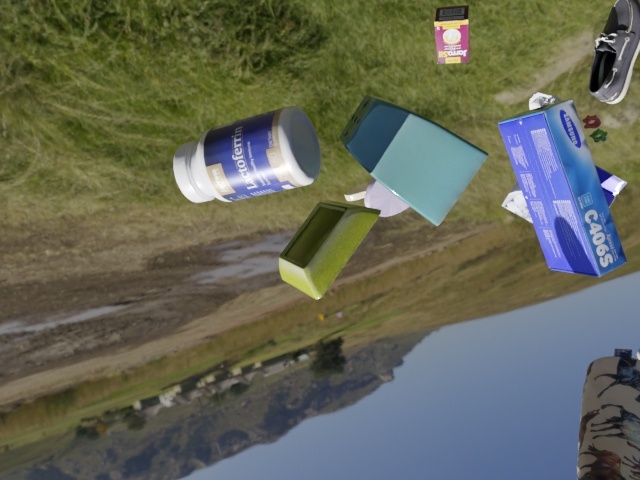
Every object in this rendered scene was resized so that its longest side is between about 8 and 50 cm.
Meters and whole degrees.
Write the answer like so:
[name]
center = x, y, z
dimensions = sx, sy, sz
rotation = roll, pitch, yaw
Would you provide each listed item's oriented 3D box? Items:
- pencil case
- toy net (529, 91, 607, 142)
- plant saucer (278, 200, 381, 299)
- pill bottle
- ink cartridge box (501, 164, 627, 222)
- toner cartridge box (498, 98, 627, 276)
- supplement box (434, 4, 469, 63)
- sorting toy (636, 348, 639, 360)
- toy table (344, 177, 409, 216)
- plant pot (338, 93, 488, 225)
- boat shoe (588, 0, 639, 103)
[pencil case]
center = 0.670, 0.439, 1.330
dimensions = 0.183, 0.160, 0.410
rotation = -37, -165, 44
[toy net]
center = 0.596, -0.279, 1.446
dimensions = 0.122, 0.045, 0.232
rotation = -31, 126, 34
[plant saucer]
center = 0.000, 0.000, 1.077
dimensions = 0.188, 0.045, 0.188
rotation = -55, -157, -7
[pill bottle]
center = -0.145, -0.160, 1.178
dimensions = 0.265, 0.153, 0.153
rotation = -11, 175, 23
[ink cartridge box]
center = 0.567, -0.108, 1.416
dimensions = 0.045, 0.206, 0.208
rotation = -47, 164, -39
[toner cartridge box]
center = 0.494, -0.103, 1.235
dimensions = 0.075, 0.347, 0.165
rotation = -24, -171, -13
[supplement box]
center = 0.217, -0.337, 0.984
dimensions = 0.055, 0.043, 0.083
rotation = 1, 145, 16
[sorting toy]
center = 0.942, 0.278, 1.494
dimensions = 0.255, 0.089, 0.257
rotation = -24, 157, 19
[toy table]
center = 0.225, -0.199, 2.026
dimensions = 0.274, 0.252, 0.161
rotation = -25, -151, -25
[plant pot]
center = 0.163, -0.174, 1.171
dimensions = 0.165, 0.234, 0.165
rotation = -57, -165, 13
[boat shoe]
center = 0.560, -0.369, 1.143
dimensions = 0.065, 0.206, 0.075
rotation = 5, -172, -25
